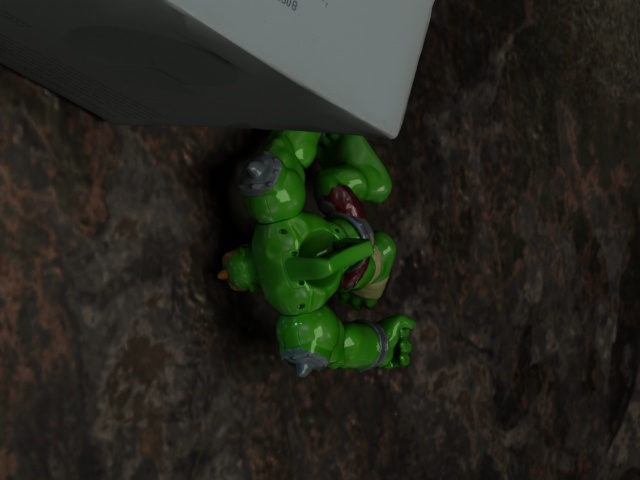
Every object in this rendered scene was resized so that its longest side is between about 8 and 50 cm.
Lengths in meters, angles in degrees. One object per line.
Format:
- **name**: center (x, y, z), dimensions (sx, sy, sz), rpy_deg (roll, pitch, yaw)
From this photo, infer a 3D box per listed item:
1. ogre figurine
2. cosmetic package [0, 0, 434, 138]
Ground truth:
- **ogre figurine**: center (0.000, 0.000, 1.182), dimensions (0.118, 0.097, 0.197), rpy_deg (-30, 129, -54)
- **cosmetic package**: center (-0.092, -0.157, 0.961), dimensions (0.224, 0.225, 0.138), rpy_deg (28, 73, -46)
